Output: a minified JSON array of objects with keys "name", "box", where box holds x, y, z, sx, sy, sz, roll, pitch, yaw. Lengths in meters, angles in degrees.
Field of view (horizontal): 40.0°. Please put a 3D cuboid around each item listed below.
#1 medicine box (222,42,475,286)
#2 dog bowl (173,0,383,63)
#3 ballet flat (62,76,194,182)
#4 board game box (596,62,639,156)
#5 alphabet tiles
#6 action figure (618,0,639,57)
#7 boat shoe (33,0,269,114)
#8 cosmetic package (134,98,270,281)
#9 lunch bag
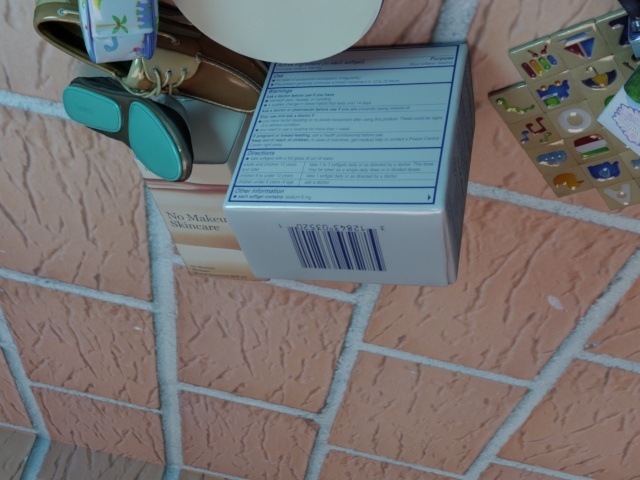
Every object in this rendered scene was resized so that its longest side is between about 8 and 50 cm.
[{"name":"medicine box","box":[0.051,-0.102,1.119,0.264,0.289,0.149,1,141,17]},{"name":"dog bowl","box":[-0.048,-0.331,0.992,0.265,0.104,0.265,9,145,6]},{"name":"ballet flat","box":[-0.244,-0.170,1.220,0.280,0.096,0.095,33,129,32]},{"name":"board game box","box":[0.452,-0.095,0.848,0.319,0.066,0.318,43,170,11]},{"name":"alphabet tiles","box":[0.403,-0.161,1.165,0.285,0.011,0.342,-16,136,34]},{"name":"action figure","box":[0.323,-0.300,0.926,0.185,0.099,0.285,-14,129,43]},{"name":"boat shoe","box":[-0.225,-0.242,1.162,0.324,0.119,0.122,23,144,-14]},{"name":"cosmetic package","box":[-0.161,-0.071,1.373,0.153,0.129,0.296,4,144,16]},{"name":"lunch bag","box":[-0.236,-0.324,0.978,0.090,0.176,0.219,-10,130,-17]}]
